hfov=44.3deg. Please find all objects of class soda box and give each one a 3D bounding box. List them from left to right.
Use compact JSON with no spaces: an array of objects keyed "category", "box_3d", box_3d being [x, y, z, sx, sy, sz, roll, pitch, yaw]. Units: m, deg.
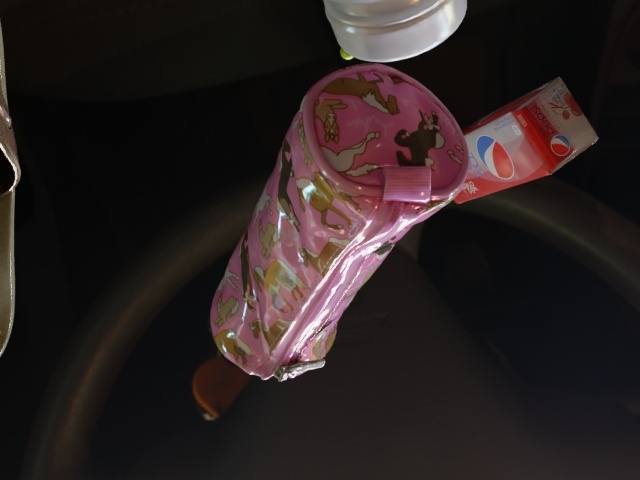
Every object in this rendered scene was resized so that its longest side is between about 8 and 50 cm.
[{"category":"soda box","box_3d":[0.236,-0.121,1.026,0.083,0.263,0.092,-36,94,-16]}]

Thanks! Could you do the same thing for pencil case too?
[{"category":"pencil case","box_3d":[0.000,0.000,0.795,0.167,0.160,0.386,47,142,13]}]

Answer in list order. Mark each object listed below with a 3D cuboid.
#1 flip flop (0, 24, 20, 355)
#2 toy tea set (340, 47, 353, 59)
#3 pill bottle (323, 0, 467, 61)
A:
[{"category":"flip flop","box_3d":[-0.194,-0.045,0.379,0.112,0.080,0.277,-16,114,-42]},{"category":"toy tea set","box_3d":[0.060,-0.334,0.839,0.200,0.124,0.336,49,139,1]},{"category":"pill bottle","box_3d":[0.031,-0.310,0.644,0.176,0.176,0.318,-13,138,11]}]
